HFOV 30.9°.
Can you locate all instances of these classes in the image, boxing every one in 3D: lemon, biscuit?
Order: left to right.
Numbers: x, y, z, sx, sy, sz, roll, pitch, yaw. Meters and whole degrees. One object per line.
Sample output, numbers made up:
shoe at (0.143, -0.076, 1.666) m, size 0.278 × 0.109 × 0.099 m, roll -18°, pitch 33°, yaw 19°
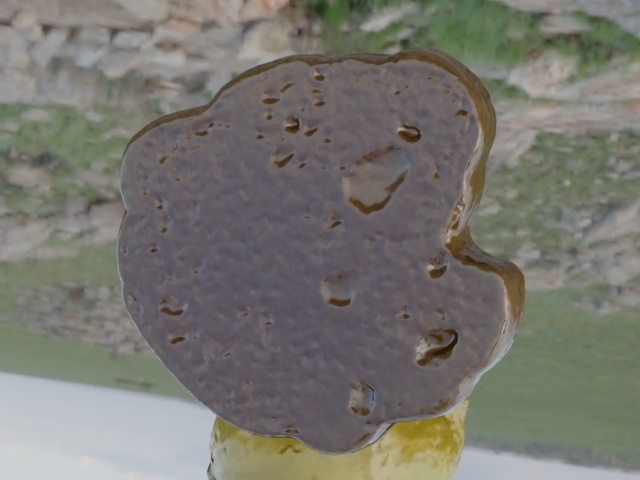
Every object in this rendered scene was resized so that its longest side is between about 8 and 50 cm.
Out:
biscuit at (0.000, 0.000, 0.977) m, size 0.381 × 0.359 × 0.074 m, roll -43°, pitch 174°, yaw 21°
lemon at (0.018, 0.208, 1.218) m, size 0.263 × 0.236 × 0.236 m, roll 7°, pitch 171°, yaw 6°
